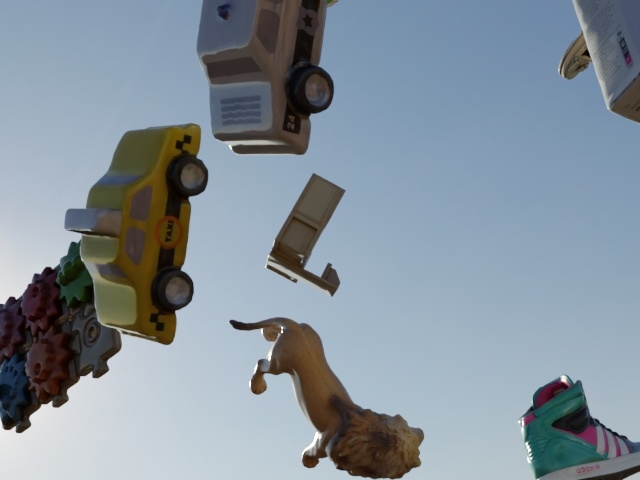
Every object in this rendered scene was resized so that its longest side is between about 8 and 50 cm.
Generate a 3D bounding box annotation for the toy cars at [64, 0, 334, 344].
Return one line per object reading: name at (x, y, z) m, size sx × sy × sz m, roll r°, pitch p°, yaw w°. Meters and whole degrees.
toy cars at (-0.105, -0.085, 0.730) m, size 0.087 × 0.176 × 0.393 m, roll 9°, pitch -53°, yaw -43°

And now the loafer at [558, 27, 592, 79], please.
loafer at (0.359, -0.258, 1.251) m, size 0.045 × 0.039 × 0.125 m, roll -21°, pitch -29°, yaw -30°

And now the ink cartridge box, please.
ink cartridge box at (0.435, -0.210, 1.050) m, size 0.324 × 0.330 × 0.071 m, roll 19°, pitch -45°, yaw -19°

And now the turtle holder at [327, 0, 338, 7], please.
turtle holder at (-0.005, -0.449, 1.239) m, size 0.320 × 0.227 × 0.243 m, roll -29°, pitch -13°, yaw 3°

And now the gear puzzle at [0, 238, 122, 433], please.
gear puzzle at (-0.295, 0.087, 1.076) m, size 0.339 × 0.175 × 0.044 m, roll -35°, pitch -34°, yaw 31°

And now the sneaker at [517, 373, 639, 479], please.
sneaker at (0.423, 0.305, 1.506) m, size 0.296 × 0.178 × 0.124 m, roll 5°, pitch -34°, yaw -41°

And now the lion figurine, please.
lion figurine at (-0.001, 0.259, 1.616) m, size 0.142 × 0.392 × 0.240 m, roll -40°, pitch -2°, yaw -32°

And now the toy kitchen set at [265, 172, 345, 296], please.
toy kitchen set at (0.000, 0.000, 0.843) m, size 0.068 × 0.075 × 0.083 m, roll 29°, pitch -21°, yaw 0°
